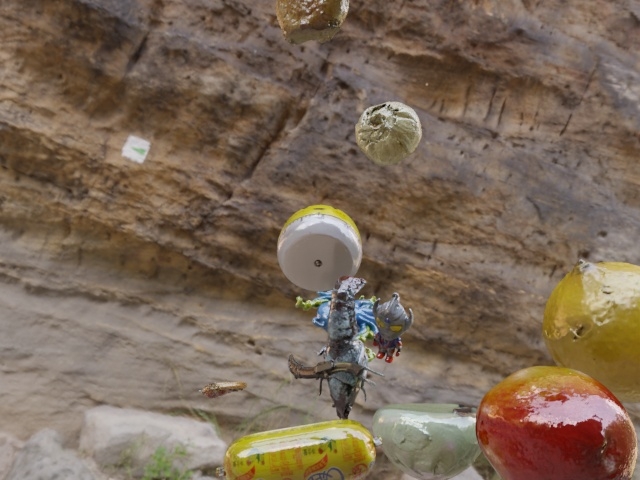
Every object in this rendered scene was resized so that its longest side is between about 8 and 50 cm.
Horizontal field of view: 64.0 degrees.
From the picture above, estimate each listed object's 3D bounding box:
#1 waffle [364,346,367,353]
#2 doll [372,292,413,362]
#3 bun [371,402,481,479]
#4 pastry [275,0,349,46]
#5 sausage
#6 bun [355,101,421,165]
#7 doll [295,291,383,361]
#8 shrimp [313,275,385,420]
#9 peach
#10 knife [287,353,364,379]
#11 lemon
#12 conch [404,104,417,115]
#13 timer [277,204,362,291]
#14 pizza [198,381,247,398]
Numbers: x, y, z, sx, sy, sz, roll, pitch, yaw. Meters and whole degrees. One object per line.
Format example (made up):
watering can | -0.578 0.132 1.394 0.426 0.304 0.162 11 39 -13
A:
waffle | 0.155 0.447 1.982 0.078 0.085 0.016 3 -9 -28
doll | 0.177 0.219 1.304 0.062 0.195 0.104 -11 27 -37
bun | 0.268 0.503 1.262 0.293 0.187 0.293 0 -15 0
pastry | -0.018 -0.712 1.524 0.257 0.236 0.120 -1 -4 36
sausage | -0.044 0.441 1.038 0.347 0.123 0.123 -11 -6 2
bun | 0.243 -0.416 1.907 0.259 0.259 0.152 22 -10 40
doll | 0.120 0.263 1.773 0.341 0.099 0.346 -9 42 -33
shrimp | 0.070 0.308 1.413 0.221 0.411 0.166 3 17 35
peach | 0.308 0.256 0.665 0.197 0.197 0.197 25 -4 2
knife | -0.001 0.232 0.916 0.021 0.046 0.222 28 -23 -30
lemon | 0.513 0.156 0.863 0.253 0.228 0.228 29 -3 15
conch | 0.304 -0.486 2.125 0.200 0.172 0.131 12 41 -13
timer | 0.000 0.000 1.605 0.285 0.285 0.285 25 -4 2
pizza | -0.202 0.325 1.117 0.099 0.029 0.100 5 -22 -34
